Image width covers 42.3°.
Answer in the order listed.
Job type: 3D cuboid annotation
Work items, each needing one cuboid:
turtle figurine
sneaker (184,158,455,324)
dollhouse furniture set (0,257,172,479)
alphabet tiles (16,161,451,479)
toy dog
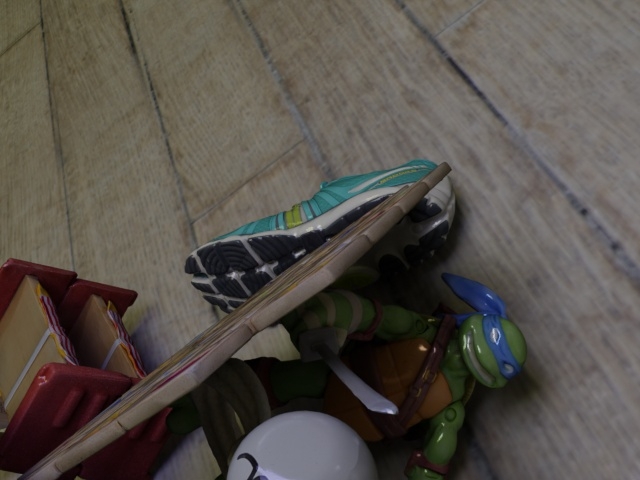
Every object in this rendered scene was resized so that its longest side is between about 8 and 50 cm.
[{"bbox_3d":[0.005,0.139,0.575,0.266,0.198,0.274,-23,41,31],"label":"turtle figurine"},{"bbox_3d":[0.000,0.000,0.786,0.276,0.107,0.110,-18,29,21],"label":"sneaker"},{"bbox_3d":[-0.304,0.226,0.820,0.374,0.152,0.201,-57,40,12],"label":"dollhouse furniture set"},{"bbox_3d":[-0.052,0.052,0.564,0.285,0.011,0.342,-35,2,30],"label":"alphabet tiles"},{"bbox_3d":[-0.056,0.247,0.450,0.161,0.333,0.220,-18,16,-30],"label":"toy dog"}]
